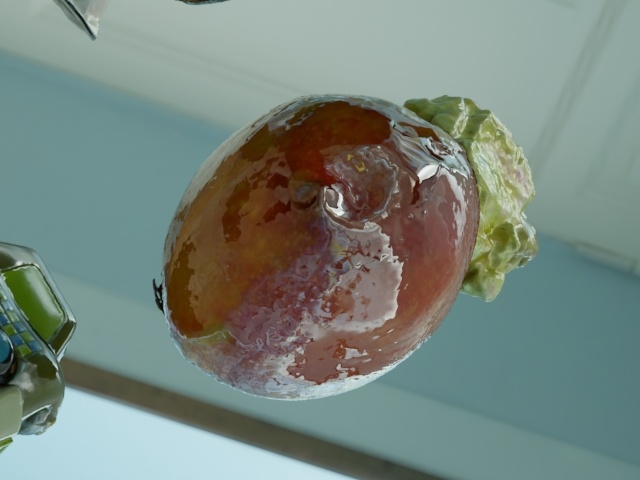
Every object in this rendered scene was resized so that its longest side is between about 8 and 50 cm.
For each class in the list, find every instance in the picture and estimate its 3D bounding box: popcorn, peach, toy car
[{"bbox_3d":[0.138,-0.044,1.935,0.212,0.259,0.259,-12,-131,38],"label":"popcorn"},{"bbox_3d":[0.000,0.002,1.686,0.372,0.373,0.289,114,-30,-56],"label":"peach"},{"bbox_3d":[-0.354,0.099,1.748,0.198,0.247,0.204,-21,165,-42],"label":"toy car"}]

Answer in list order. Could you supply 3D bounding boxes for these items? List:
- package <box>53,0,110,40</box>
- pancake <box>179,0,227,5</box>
[{"bbox_3d":[-0.302,-0.409,1.806,0.165,0.311,0.221,-36,-136,-3],"label":"package"},{"bbox_3d":[0.029,-0.298,1.595,0.387,0.387,0.082,-89,171,-77],"label":"pancake"}]
